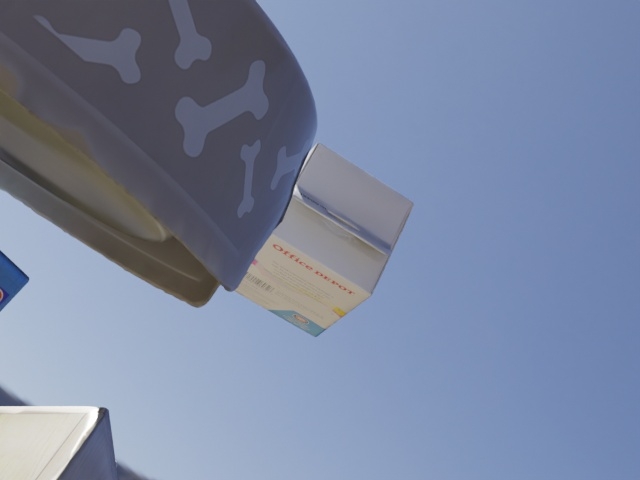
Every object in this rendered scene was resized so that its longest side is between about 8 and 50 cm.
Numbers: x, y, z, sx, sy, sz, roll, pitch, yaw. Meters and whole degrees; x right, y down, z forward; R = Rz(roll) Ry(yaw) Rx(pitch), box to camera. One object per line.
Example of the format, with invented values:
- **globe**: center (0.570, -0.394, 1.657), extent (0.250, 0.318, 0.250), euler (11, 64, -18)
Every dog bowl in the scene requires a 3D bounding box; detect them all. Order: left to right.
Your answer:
- **dog bowl**: center (-0.153, -0.100, 0.549), extent (0.349, 0.102, 0.349), euler (33, -12, 8)

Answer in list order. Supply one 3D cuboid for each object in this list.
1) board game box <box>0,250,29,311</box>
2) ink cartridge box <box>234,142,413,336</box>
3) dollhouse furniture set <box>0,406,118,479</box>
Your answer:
- **board game box**: center (-0.268, -0.042, 0.648), extent (0.210, 0.047, 0.160), euler (25, -21, 49)
- **ink cartridge box**: center (0.000, 0.000, 0.899), extent (0.092, 0.090, 0.143), euler (31, -28, -9)
- **dollhouse furniture set**: center (-0.192, 0.315, 0.574), extent (0.362, 0.256, 0.394), euler (-1, -74, 9)
